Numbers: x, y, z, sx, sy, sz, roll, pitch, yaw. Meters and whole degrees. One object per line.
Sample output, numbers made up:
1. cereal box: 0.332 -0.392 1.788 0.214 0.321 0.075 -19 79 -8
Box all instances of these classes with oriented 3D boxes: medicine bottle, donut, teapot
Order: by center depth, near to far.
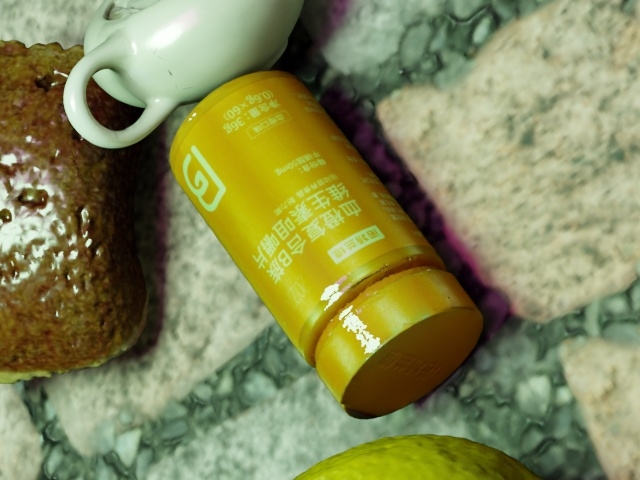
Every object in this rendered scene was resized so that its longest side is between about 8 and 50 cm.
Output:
1. medicine bottle: 0.000 0.000 1.081 0.096 0.096 0.192 -45 61 17
2. teapot: -0.076 -0.128 1.129 0.145 0.092 0.226 -16 31 43
3. donut: -0.172 -0.012 1.174 0.126 0.144 0.187 -3 53 11

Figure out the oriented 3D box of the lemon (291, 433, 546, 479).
1. lemon: 0.043 0.196 0.964 0.231 0.192 0.192 -27 68 25
